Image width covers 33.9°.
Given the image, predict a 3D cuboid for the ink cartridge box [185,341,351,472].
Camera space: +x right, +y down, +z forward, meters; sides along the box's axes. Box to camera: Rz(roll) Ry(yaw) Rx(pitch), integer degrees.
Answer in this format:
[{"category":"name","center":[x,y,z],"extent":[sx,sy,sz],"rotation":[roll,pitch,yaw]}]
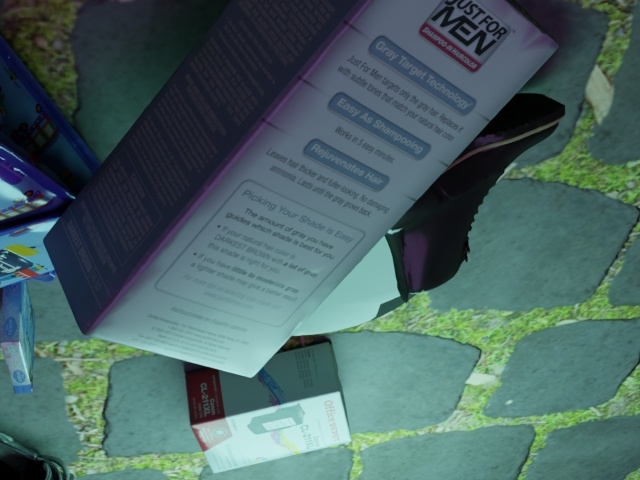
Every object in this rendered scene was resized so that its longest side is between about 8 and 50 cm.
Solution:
[{"category":"ink cartridge box","center":[-0.058,0.197,1.233],"extent":[0.175,0.072,0.127],"rotation":[-13,141,0]}]

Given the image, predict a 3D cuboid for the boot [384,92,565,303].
[{"category":"boot","center":[0.134,-0.041,0.944],"extent":[0.197,0.077,0.137],"rotation":[-23,120,-13]}]

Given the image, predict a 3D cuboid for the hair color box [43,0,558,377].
[{"category":"hair color box","center":[-0.020,-0.073,0.801],"extent":[0.374,0.114,0.185],"rotation":[-47,140,17]}]

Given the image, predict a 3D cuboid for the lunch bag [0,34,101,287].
[{"category":"lunch bag","center":[-0.302,-0.033,0.866],"extent":[0.220,0.138,0.293],"rotation":[-21,153,7]}]

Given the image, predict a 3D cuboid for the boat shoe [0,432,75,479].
[{"category":"boat shoe","center":[-0.346,0.301,1.248],"extent":[0.104,0.113,0.306],"rotation":[-13,134,23]}]

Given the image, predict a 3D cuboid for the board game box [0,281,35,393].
[{"category":"board game box","center":[-0.292,0.087,1.017],"extent":[0.020,0.090,0.090],"rotation":[-5,141,-8]}]

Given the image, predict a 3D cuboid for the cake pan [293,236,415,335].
[{"category":"cake pan","center":[0.000,0.000,1.026],"extent":[0.293,0.054,0.293],"rotation":[-8,142,-7]}]
